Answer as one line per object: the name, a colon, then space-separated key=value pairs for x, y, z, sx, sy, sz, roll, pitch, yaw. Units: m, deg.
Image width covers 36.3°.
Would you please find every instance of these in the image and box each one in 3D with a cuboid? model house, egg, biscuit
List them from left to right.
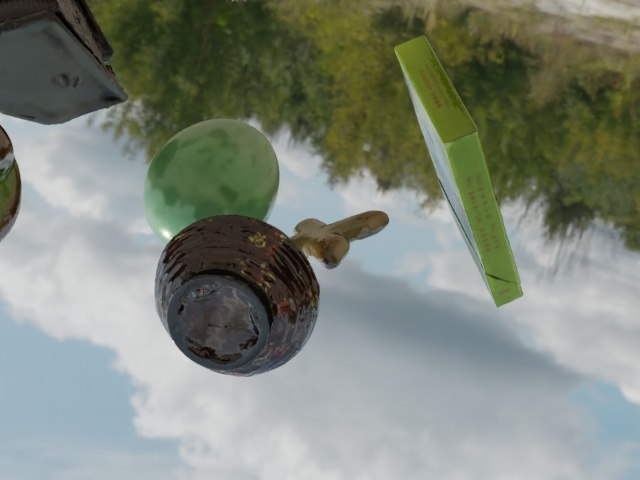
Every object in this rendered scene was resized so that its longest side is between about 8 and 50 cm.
model house: x=-0.553 y=-0.371 z=1.761 sx=0.317 sy=0.297 sz=0.282 roll=-21 pitch=-125 yaw=-9
egg: x=-0.185 y=-0.092 z=1.678 sx=0.220 sy=0.220 sz=0.269 roll=19 pitch=-136 yaw=15
biscuit: x=-0.001 y=0.000 z=1.635 sx=0.164 sy=0.047 sz=0.208 roll=-35 pitch=-162 yaw=-36

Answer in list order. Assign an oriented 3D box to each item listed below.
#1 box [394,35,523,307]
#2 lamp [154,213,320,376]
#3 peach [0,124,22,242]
box: x=0.180 y=-0.079 z=1.237 sx=0.335 sy=0.047 sz=0.187 roll=61 pitch=-174 yaw=-48
lamp: x=-0.119 y=0.077 z=1.384 sx=0.247 sy=0.247 sz=0.247 roll=15 pitch=-168 yaw=-3
peach: x=-0.547 y=-0.087 z=1.358 sx=0.252 sy=0.252 sz=0.252 roll=15 pitch=-168 yaw=-3
